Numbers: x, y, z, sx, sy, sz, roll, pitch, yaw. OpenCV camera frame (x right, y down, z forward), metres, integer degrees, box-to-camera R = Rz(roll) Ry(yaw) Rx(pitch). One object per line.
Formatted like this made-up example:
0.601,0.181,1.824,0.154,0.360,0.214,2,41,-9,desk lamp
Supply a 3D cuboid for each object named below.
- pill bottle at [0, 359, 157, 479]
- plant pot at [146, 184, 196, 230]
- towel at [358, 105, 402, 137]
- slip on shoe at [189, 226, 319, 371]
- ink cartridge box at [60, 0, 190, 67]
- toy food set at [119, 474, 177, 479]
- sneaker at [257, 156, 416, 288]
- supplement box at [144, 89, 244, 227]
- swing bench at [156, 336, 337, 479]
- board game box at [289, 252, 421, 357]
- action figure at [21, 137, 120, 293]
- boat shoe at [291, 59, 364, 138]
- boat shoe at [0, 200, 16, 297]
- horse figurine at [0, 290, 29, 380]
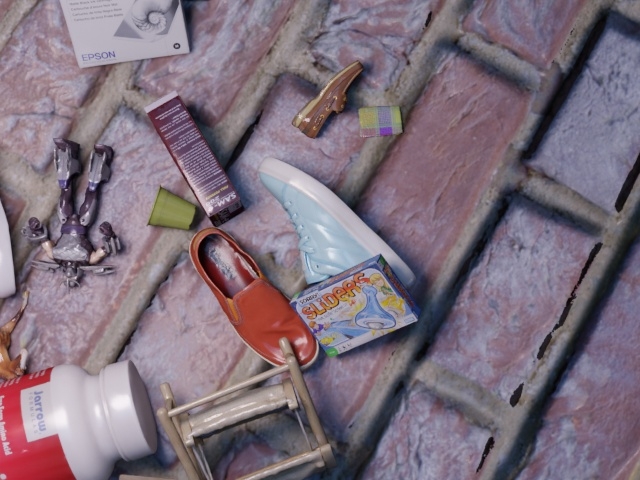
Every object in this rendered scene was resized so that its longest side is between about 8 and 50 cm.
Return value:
-0.508,0.351,1.803,0.408,0.229,0.229,-17,83,-2,pill bottle
-0.279,-0.054,1.938,0.079,0.083,0.083,19,83,-11,plant pot
0.115,-0.232,1.992,0.083,0.009,0.060,-5,82,-2,towel
-0.127,0.110,1.901,0.123,0.101,0.331,-38,86,-7,slip on shoe
-0.371,-0.441,1.924,0.223,0.224,0.045,-9,41,-1,ink cartridge box
-0.328,0.527,1.867,0.128,0.071,0.217,4,87,-31,toy food set
0.000,0.000,1.899,0.366,0.135,0.150,42,81,6,sneaker
-0.234,-0.150,1.919,0.073,0.130,0.239,-31,83,-4,supplement box
-0.125,0.344,1.810,0.253,0.165,0.254,-21,101,-3,swing bench
0.062,0.120,1.854,0.201,0.035,0.136,-27,108,30,board game box
-0.462,-0.042,1.922,0.185,0.099,0.284,5,86,-5,action figure
0.024,-0.270,1.972,0.060,0.064,0.178,44,91,0,boat shoe
-0.669,-0.057,1.883,0.157,0.136,0.367,-14,80,-21,boat shoe
-0.660,0.164,1.910,0.263,0.066,0.174,7,77,-2,horse figurine
